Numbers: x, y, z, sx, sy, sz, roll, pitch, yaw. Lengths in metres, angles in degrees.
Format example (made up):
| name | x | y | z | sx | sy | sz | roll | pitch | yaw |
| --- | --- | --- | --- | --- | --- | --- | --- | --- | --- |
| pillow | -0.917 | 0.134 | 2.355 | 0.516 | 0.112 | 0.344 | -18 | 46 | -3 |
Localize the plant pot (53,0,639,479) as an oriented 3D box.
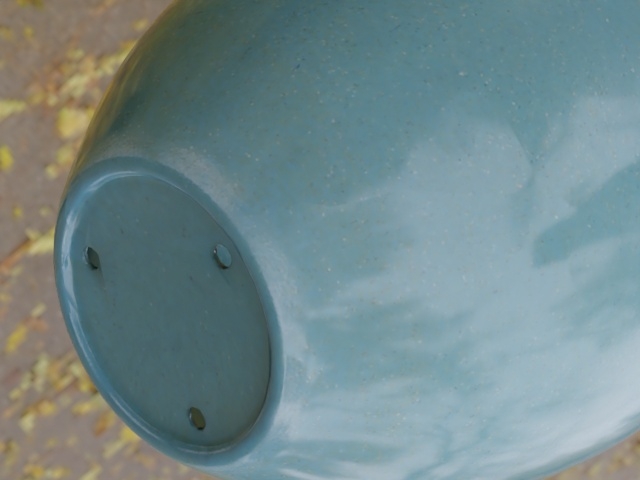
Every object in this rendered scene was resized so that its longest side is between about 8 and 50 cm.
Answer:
| name | x | y | z | sx | sy | sz | roll | pitch | yaw |
| --- | --- | --- | --- | --- | --- | --- | --- | --- | --- |
| plant pot | 0.000 | 0.000 | 0.775 | 0.195 | 0.290 | 0.290 | -25 | 149 | -43 |
